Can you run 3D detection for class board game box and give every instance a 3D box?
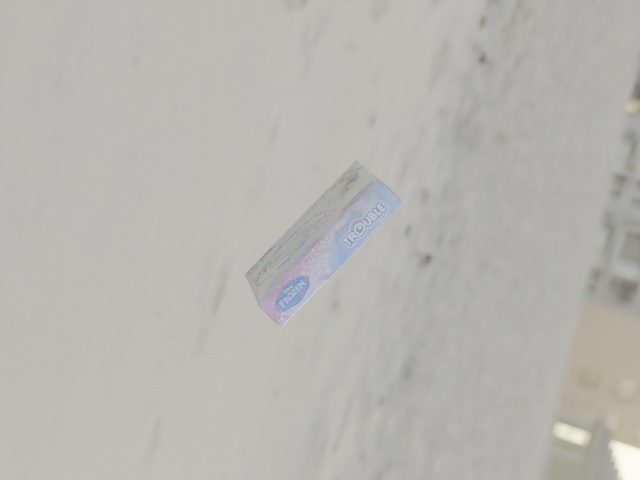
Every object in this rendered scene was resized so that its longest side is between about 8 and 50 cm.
[{"bbox_3d":[0.000,0.000,0.971,0.090,0.020,0.090,-46,-170,2],"label":"board game box"}]
